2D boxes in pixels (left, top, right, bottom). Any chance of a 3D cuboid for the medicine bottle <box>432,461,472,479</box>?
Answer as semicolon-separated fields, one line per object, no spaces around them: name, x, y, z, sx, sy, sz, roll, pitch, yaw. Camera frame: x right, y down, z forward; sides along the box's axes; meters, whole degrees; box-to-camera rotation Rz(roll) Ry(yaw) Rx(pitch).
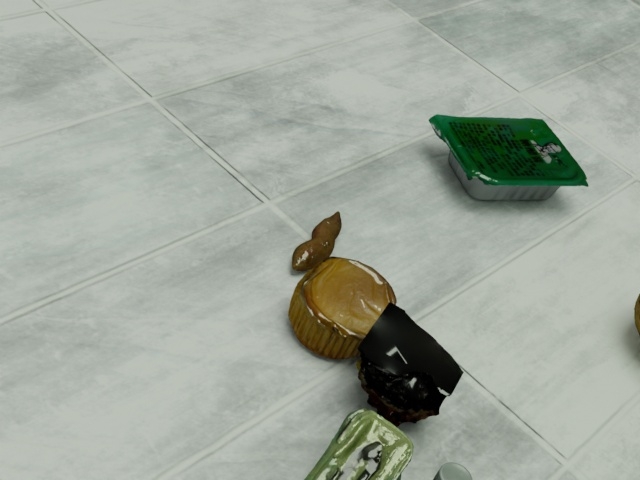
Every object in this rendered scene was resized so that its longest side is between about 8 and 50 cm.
medicine bottle;0.204;0.409;1.617;0.058;0.091;0.058;12;40;-10

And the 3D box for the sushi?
sushi;0.143;0.241;1.736;0.172;0.150;0.153;29;40;10

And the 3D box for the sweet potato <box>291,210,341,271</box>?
sweet potato;0.003;0.002;2.028;0.065;0.051;0.218;27;40;11

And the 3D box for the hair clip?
hair clip;0.021;0.406;1.549;0.138;0.091;0.321;34;51;17

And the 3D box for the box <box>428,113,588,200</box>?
box;0.442;-0.183;2.392;0.337;0.106;0.264;0;44;-25

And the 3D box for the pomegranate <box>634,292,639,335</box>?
pomegranate;0.787;0.157;2.034;0.281;0.281;0.281;12;40;-11

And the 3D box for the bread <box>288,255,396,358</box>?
bread;0.037;0.130;1.858;0.199;0.104;0.199;13;44;-13
